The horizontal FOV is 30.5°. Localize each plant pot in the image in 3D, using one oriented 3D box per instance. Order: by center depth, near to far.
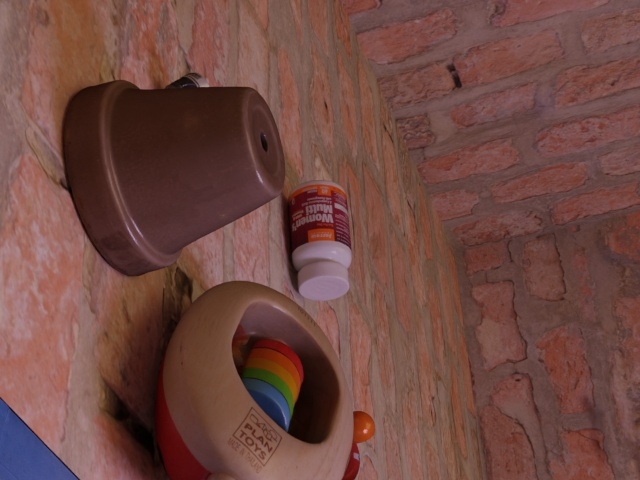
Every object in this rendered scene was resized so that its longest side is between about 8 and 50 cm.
[{"bbox_3d":[-0.177,-0.103,1.551,0.263,0.229,0.263,-13,90,-74],"label":"plant pot"}]

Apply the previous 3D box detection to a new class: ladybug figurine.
[{"bbox_3d":[-0.100,0.224,1.586,0.305,0.162,0.449,47,21,-7],"label":"ladybug figurine"}]

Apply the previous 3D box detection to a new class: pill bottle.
[{"bbox_3d":[0.000,0.000,2.338,0.121,0.121,0.221,55,26,-55],"label":"pill bottle"}]

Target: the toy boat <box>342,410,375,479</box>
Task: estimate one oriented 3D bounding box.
[{"bbox_3d":[0.024,0.340,2.062,0.231,0.151,0.151,61,22,-46],"label":"toy boat"}]

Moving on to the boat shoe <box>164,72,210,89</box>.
[{"bbox_3d":[-0.196,-0.152,1.854,0.070,0.078,0.219,-34,119,-38],"label":"boat shoe"}]

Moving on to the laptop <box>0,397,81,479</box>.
[{"bbox_3d":[-0.182,0.377,1.118,0.236,0.408,0.382,-55,140,-25],"label":"laptop"}]
